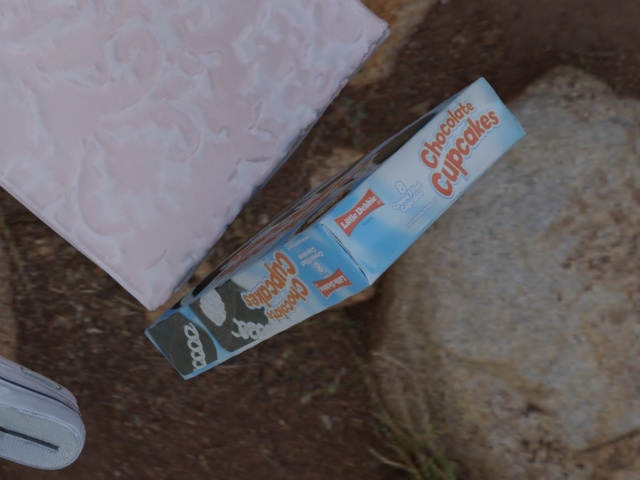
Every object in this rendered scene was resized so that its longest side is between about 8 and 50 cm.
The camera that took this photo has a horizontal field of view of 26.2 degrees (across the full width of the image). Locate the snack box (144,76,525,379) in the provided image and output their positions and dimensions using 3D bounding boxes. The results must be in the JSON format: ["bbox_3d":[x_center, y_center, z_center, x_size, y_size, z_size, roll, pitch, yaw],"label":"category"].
[{"bbox_3d":[0.000,0.000,1.061,0.060,0.322,0.187,51,57,-6],"label":"snack box"}]

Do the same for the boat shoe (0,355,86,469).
[{"bbox_3d":[-0.302,0.123,1.134,0.226,0.076,0.083,30,108,-25],"label":"boat shoe"}]

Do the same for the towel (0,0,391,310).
[{"bbox_3d":[-0.156,-0.159,1.167,0.317,0.053,0.332,41,105,0],"label":"towel"}]
